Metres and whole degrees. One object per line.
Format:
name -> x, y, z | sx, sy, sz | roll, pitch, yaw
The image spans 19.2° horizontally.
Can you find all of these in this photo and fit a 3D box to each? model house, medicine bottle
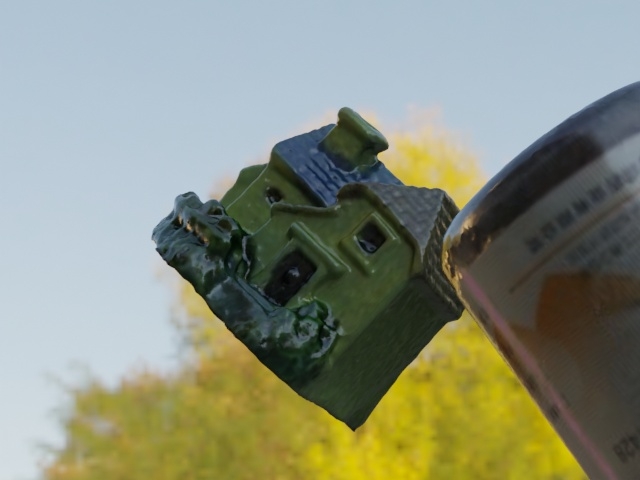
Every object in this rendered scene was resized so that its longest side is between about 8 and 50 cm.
model house -> 0.000, 0.000, 1.462 | 0.189, 0.214, 0.195 | -43, -29, 0
medicine bottle -> 0.195, 0.067, 0.939 | 0.165, 0.273, 0.165 | -32, -16, -11
